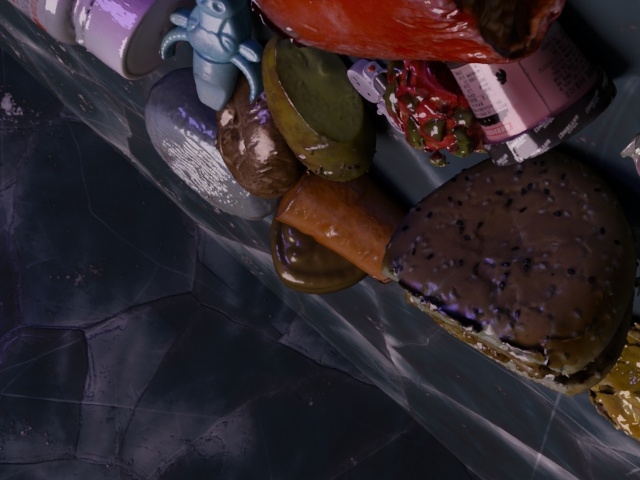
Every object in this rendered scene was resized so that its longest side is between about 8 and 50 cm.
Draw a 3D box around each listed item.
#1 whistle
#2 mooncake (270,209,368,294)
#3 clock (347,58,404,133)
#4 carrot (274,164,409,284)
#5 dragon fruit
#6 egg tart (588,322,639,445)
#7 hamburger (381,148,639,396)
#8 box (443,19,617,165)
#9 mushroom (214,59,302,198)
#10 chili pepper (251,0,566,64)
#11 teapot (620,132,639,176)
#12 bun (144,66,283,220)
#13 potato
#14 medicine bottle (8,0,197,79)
[{"bbox_3d":[-0.162,-0.320,1.607,0.186,0.093,0.274,27,140,12],"label":"whistle"},{"bbox_3d":[0.000,0.000,2.039,0.235,0.235,0.117,40,168,6],"label":"mooncake"},{"bbox_3d":[0.095,-0.214,1.489,0.129,0.041,0.087,48,169,-8],"label":"clock"},{"bbox_3d":[0.062,-0.058,1.862,0.254,0.196,0.196,32,168,-10],"label":"carrot"},{"bbox_3d":[0.160,-0.175,1.231,0.166,0.160,0.172,7,166,1],"label":"dragon fruit"},{"bbox_3d":[0.528,0.252,1.596,0.315,0.120,0.315,40,167,11],"label":"egg tart"},{"bbox_3d":[0.262,0.028,1.294,0.318,0.277,0.195,26,164,34],"label":"hamburger"},{"bbox_3d":[0.215,-0.174,1.071,0.135,0.151,0.151,53,164,-13],"label":"box"},{"bbox_3d":[-0.085,-0.184,1.745,0.151,0.156,0.285,36,140,48],"label":"mushroom"},{"bbox_3d":[0.082,-0.274,0.950,0.305,0.229,0.251,26,142,50],"label":"chili pepper"},{"bbox_3d":[0.368,-0.097,1.084,0.064,0.064,0.083,46,135,11],"label":"teapot"},{"bbox_3d":[-0.191,-0.199,1.995,0.354,0.194,0.354,38,162,14],"label":"bun"},{"bbox_3d":[-0.006,-0.206,1.578,0.176,0.141,0.298,23,158,42],"label":"potato"},{"bbox_3d":[-0.370,-0.431,1.655,0.302,0.241,0.241,39,166,10],"label":"medicine bottle"}]
